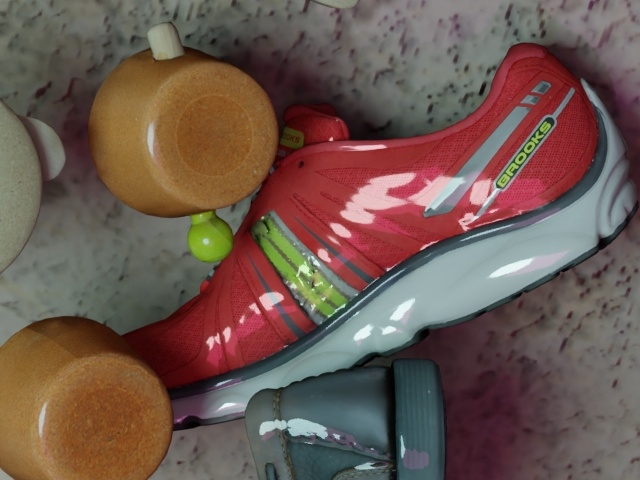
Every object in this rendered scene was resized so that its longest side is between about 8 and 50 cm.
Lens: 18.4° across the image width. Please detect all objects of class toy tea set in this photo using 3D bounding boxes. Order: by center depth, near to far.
[{"bbox_3d":[-0.111,-0.060,0.820,0.200,0.124,0.336,20,86,-25],"label":"toy tea set"}]

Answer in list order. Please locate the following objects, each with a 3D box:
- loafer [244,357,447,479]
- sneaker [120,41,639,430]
[{"bbox_3d":[0.003,0.147,0.891,0.084,0.096,0.267,1,135,-4],"label":"loafer"},{"bbox_3d":[0.000,0.000,0.879,0.279,0.107,0.118,-26,88,11],"label":"sneaker"}]
